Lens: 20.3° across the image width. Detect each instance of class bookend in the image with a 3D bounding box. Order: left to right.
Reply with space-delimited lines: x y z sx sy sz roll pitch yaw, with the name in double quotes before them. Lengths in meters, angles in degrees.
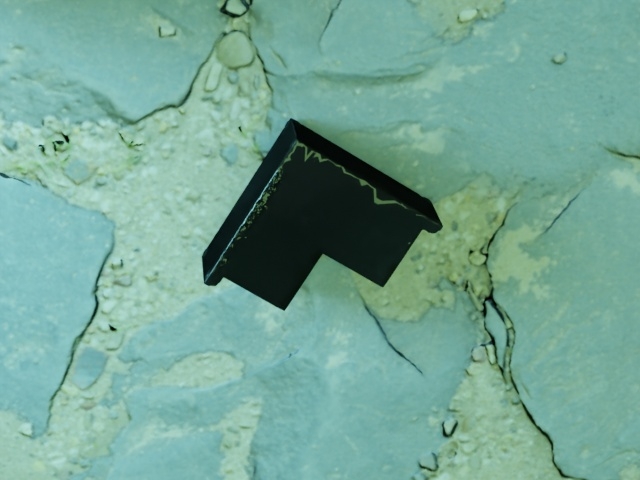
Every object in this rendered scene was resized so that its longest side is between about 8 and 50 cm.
"bookend" 0.000 0.000 1.609 0.157 0.072 0.156 29 104 -14
